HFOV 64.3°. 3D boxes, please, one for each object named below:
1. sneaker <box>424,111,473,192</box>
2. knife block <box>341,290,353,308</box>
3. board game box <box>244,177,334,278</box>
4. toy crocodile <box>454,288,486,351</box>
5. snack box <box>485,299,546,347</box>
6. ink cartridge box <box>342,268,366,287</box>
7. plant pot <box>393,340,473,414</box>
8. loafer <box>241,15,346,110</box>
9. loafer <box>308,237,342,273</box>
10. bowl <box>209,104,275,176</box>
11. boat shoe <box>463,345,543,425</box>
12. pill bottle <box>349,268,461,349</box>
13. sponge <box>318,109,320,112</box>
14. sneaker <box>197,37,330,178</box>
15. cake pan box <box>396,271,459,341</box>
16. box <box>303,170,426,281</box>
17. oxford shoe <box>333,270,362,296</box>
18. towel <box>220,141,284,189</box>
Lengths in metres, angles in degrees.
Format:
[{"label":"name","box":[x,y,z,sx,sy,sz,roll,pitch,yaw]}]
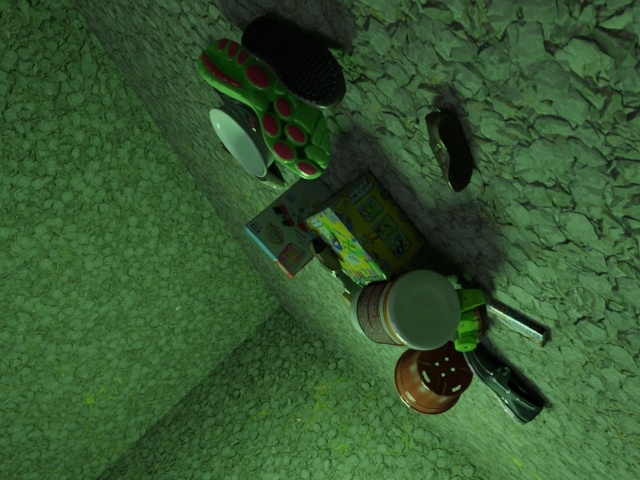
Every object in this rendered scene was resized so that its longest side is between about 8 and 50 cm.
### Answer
[{"label":"sneaker","box":[0.273,-0.193,1.091,0.189,0.066,0.071,66,173,-33]},{"label":"knife block","box":[0.242,0.339,2.308,0.276,0.088,0.242,56,161,-25]},{"label":"board game box","box":[-0.069,-0.060,1.781,0.242,0.316,0.064,47,163,5]},{"label":"toy crocodile","box":[0.451,0.245,1.560,0.341,0.105,0.115,66,-163,-49]},{"label":"snack box","box":[0.542,0.229,1.414,0.178,0.022,0.064,32,156,43]},{"label":"ink cartridge box","box":[0.131,0.074,1.905,0.255,0.097,0.189,41,-171,-45]},{"label":"plant pot","box":[0.426,0.485,1.862,0.272,0.272,0.265,43,161,15]},{"label":"loafer","box":[-0.049,-0.435,1.263,0.366,0.134,0.130,49,-167,30]},{"label":"loafer","box":[0.012,0.049,1.668,0.148,0.056,0.050,44,171,14]},{"label":"bowl","box":[-0.250,-0.383,1.820,0.298,0.134,0.298,43,162,17]},{"label":"boat shoe","box":[0.610,0.462,1.706,0.319,0.116,0.099,51,121,12]},{"label":"pill bottle","box":[0.240,0.216,1.576,0.224,0.224,0.392,49,162,-4]},{"label":"sponge","box":[-0.077,-0.414,1.497,0.210,0.031,0.117,34,158,39]},{"label":"sneaker","box":[-0.141,-0.376,1.460,0.483,0.185,0.202,49,-178,7]},{"label":"cake pan box","box":[0.355,0.221,1.795,0.267,0.070,0.245,54,160,-17]},{"label":"box","box":[0.127,-0.030,1.599,0.279,0.177,0.290,50,164,-7]},{"label":"oxford shoe","box":[0.123,0.168,2.291,0.212,0.076,0.076,49,-166,-13]},{"label":"towel","box":[-0.276,-0.312,2.092,0.282,0.049,0.187,41,-170,18]}]
